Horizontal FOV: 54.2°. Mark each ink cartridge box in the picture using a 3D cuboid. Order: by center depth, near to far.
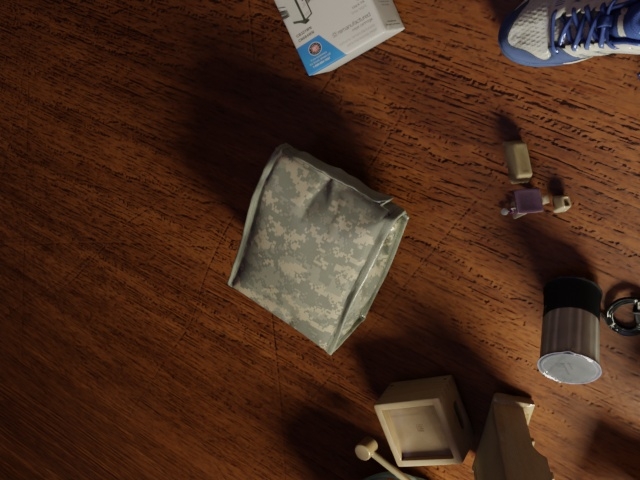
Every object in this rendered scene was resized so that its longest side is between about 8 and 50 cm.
[{"bbox_3d":[0.012,-0.376,0.944,0.148,0.086,0.203,-22,98,34],"label":"ink cartridge box"}]

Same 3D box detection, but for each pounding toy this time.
[{"bbox_3d":[0.166,0.352,1.135,0.206,0.094,0.181,-17,99,34],"label":"pounding toy"}]

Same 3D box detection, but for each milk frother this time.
[{"bbox_3d":[0.396,0.136,0.895,0.143,0.134,0.129,-11,134,35],"label":"milk frother"}]

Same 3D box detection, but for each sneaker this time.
[{"bbox_3d":[0.357,-0.276,0.760,0.297,0.131,0.111,-3,109,32],"label":"sneaker"}]

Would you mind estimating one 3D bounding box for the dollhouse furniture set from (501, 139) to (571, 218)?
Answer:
[{"bbox_3d":[0.305,-0.090,0.936,0.081,0.091,0.114,141,122,-74],"label":"dollhouse furniture set"}]

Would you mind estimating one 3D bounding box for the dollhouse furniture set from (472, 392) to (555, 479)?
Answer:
[{"bbox_3d":[0.458,0.416,0.964,0.395,0.256,0.361,9,116,4],"label":"dollhouse furniture set"}]

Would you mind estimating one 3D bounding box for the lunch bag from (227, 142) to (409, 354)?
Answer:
[{"bbox_3d":[0.000,0.000,1.050,0.235,0.169,0.286,32,126,16],"label":"lunch bag"}]

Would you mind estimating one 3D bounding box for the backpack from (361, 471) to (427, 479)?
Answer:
[{"bbox_3d":[0.149,0.558,1.167,0.253,0.191,0.225,46,122,-2],"label":"backpack"}]

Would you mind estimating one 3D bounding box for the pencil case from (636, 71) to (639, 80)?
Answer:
[{"bbox_3d":[0.526,-0.187,0.708,0.284,0.124,0.124,-15,101,33],"label":"pencil case"}]
